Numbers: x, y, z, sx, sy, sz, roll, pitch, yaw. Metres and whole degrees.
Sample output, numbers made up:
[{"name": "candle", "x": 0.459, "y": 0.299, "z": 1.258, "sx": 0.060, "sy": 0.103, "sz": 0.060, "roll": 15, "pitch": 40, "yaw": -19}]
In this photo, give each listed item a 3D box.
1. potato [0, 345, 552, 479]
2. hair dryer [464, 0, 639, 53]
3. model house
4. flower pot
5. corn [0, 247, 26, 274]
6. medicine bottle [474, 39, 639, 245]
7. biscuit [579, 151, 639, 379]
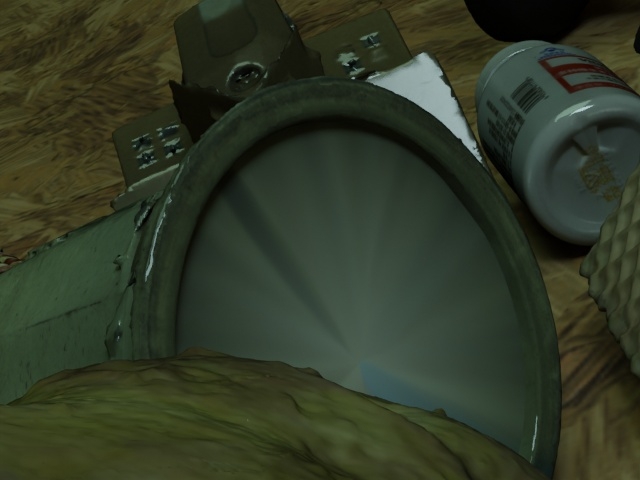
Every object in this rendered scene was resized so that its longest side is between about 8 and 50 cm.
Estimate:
[{"name": "potato", "x": -0.009, "y": 0.151, "z": 0.470, "sx": 0.237, "sy": 0.301, "sz": 0.288, "roll": -5, "pitch": 56, "yaw": -24}, {"name": "hair dryer", "x": 0.188, "y": -0.184, "z": 1.053, "sx": 0.320, "sy": 0.155, "sz": 0.284, "roll": 7, "pitch": 10, "yaw": 41}, {"name": "model house", "x": 0.000, "y": 0.000, "z": 0.903, "sx": 0.181, "sy": 0.176, "sz": 0.248, "roll": -25, "pitch": 39, "yaw": -1}, {"name": "flower pot", "x": -0.045, "y": 0.053, "z": 0.754, "sx": 0.203, "sy": 0.212, "sz": 0.212, "roll": -9, "pitch": 26, "yaw": 47}, {"name": "corn", "x": -0.189, "y": 0.050, "z": 1.021, "sx": 0.098, "sy": 0.098, "sz": 0.290, "roll": -38, "pitch": 29, "yaw": -31}, {"name": "medicine bottle", "x": 0.126, "y": -0.056, "z": 0.971, "sx": 0.079, "sy": 0.079, "sz": 0.140, "roll": -24, "pitch": 23, "yaw": 0}, {"name": "biscuit", "x": 0.167, "y": 0.048, "z": 0.676, "sx": 0.094, "sy": 0.054, "sz": 0.378, "roll": -63, "pitch": 14, "yaw": 19}]
